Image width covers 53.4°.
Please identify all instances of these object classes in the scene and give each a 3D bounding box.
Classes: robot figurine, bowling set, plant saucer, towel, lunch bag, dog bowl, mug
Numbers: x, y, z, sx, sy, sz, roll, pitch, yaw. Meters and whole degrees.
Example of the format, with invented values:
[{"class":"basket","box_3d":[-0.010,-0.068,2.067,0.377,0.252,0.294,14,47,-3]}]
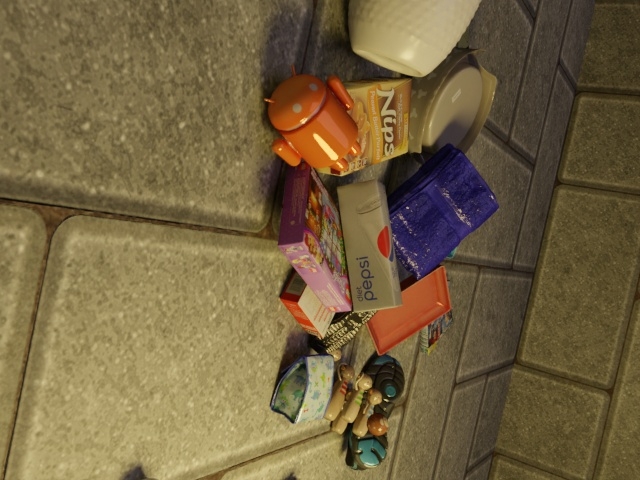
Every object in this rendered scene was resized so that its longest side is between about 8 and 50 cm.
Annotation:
[{"class":"robot figurine","box_3d":[-0.014,-0.225,1.219,0.219,0.158,0.128,45,30,-35]},{"class":"bowling set","box_3d":[0.103,0.405,1.623,0.154,0.200,0.287,-62,150,-25]},{"class":"plant saucer","box_3d":[0.239,0.187,1.779,0.258,0.048,0.259,-32,145,-6]},{"class":"towel","box_3d":[0.299,-0.075,1.656,0.308,0.076,0.228,-42,97,-6]},{"class":"lunch bag","box_3d":[-0.032,0.331,1.461,0.129,0.096,0.151,13,100,-59]},{"class":"dog bowl","box_3d":[0.337,-0.358,1.719,0.349,0.102,0.349,-35,142,-34]},{"class":"mug","box_3d":[0.210,-0.532,1.381,0.374,0.276,0.328,-22,134,-78]}]

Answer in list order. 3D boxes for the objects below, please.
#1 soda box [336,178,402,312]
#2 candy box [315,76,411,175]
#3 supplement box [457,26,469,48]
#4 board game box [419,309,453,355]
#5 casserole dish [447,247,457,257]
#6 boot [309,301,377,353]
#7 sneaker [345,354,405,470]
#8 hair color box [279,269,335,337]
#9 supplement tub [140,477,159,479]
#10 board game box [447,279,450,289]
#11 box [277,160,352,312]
[{"class":"soda box","box_3d":[0.111,0.013,1.428,0.091,0.098,0.286,11,70,-71]},{"class":"candy box","box_3d":[0.098,-0.268,1.447,0.316,0.087,0.183,-26,123,-51]},{"class":"supplement box","box_3d":[0.385,-0.582,1.827,0.083,0.056,0.083,-43,135,-43]},{"class":"board game box","box_3d":[0.363,0.233,2.051,0.194,0.060,0.194,-40,133,-44]},{"class":"casserole dish","box_3d":[0.415,-0.003,2.121,0.188,0.037,0.114,13,90,-59]},{"class":"boot","box_3d":[0.049,0.178,1.563,0.198,0.137,0.077,-38,119,6]},{"class":"sneaker","box_3d":[0.140,0.483,1.810,0.139,0.125,0.341,-54,-169,55]},{"class":"hair color box","box_3d":[-0.023,0.140,1.443,0.093,0.053,0.167,-63,145,-25]},{"class":"supplement tub","box_3d":[-0.292,0.477,1.114,0.071,0.071,0.107,-46,138,-41]},{"class":"board game box","box_3d":[0.362,0.202,2.122,0.281,0.027,0.145,6,95,-59]},{"class":"box","box_3d":[0.000,0.000,1.352,0.293,0.057,0.201,56,32,-51]}]
